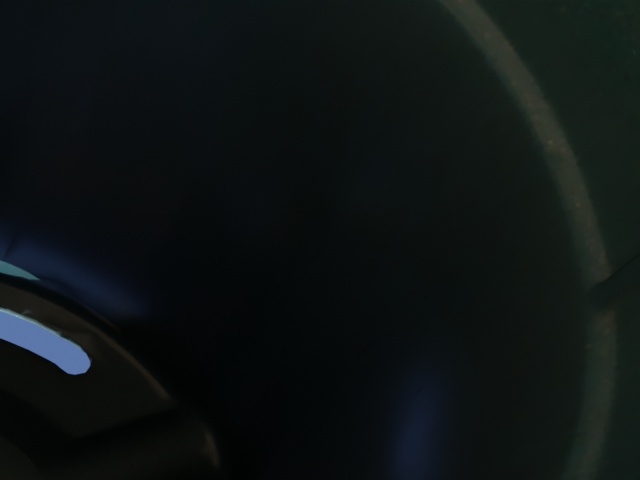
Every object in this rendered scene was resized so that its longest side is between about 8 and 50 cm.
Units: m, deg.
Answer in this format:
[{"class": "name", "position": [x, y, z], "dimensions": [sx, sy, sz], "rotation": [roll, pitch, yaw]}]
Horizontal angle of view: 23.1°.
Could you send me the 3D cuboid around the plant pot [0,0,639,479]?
[{"class": "plant pot", "position": [-0.084, 0.029, 0.466], "dimensions": [0.341, 0.334, 0.341], "rotation": [13, -127, -17]}]
